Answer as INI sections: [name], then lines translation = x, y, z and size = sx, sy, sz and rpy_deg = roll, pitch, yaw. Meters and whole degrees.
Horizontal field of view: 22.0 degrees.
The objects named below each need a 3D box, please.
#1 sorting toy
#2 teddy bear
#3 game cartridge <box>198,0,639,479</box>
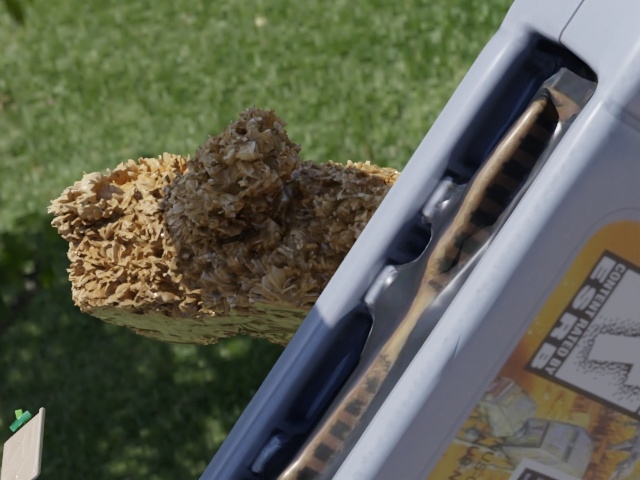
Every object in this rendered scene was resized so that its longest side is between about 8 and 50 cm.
[sorting toy]
translation = -0.217, 0.151, 1.216
size = 0.012, 0.062, 0.083
rpy_deg = 25, 40, -27
[teddy bear]
translation = 0.000, 0.000, 0.977
size = 0.338, 0.245, 0.113
rpy_deg = -9, 65, 52
[game cartridge]
translation = 0.072, 0.067, 0.424
size = 0.297, 0.198, 0.062
rpy_deg = -57, 33, 11
